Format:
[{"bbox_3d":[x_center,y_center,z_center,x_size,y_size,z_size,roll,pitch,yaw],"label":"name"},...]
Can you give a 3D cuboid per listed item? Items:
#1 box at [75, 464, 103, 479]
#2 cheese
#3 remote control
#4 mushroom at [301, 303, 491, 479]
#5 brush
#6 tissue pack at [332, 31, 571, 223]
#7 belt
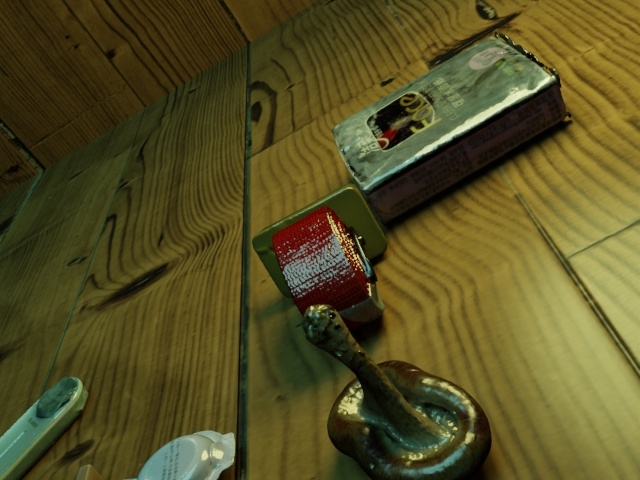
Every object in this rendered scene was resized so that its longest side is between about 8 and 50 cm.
[{"bbox_3d":[-0.341,0.382,1.010,0.025,0.048,0.115,-23,31,7],"label":"box"},{"bbox_3d":[-0.218,0.334,0.951,0.245,0.052,0.135,-30,27,11],"label":"cheese"},{"bbox_3d":[-0.511,0.346,1.234,0.104,0.052,0.247,10,51,50],"label":"remote control"},{"bbox_3d":[0.058,0.158,0.754,0.148,0.217,0.227,-48,32,-23],"label":"mushroom"},{"bbox_3d":[0.000,0.000,1.140,0.197,0.123,0.059,-27,11,13],"label":"brush"},{"bbox_3d":[0.213,-0.200,1.224,0.361,0.122,0.259,-29,33,7],"label":"tissue pack"},{"bbox_3d":[0.018,0.044,1.026,0.124,0.128,0.200,-30,54,9],"label":"belt"}]
